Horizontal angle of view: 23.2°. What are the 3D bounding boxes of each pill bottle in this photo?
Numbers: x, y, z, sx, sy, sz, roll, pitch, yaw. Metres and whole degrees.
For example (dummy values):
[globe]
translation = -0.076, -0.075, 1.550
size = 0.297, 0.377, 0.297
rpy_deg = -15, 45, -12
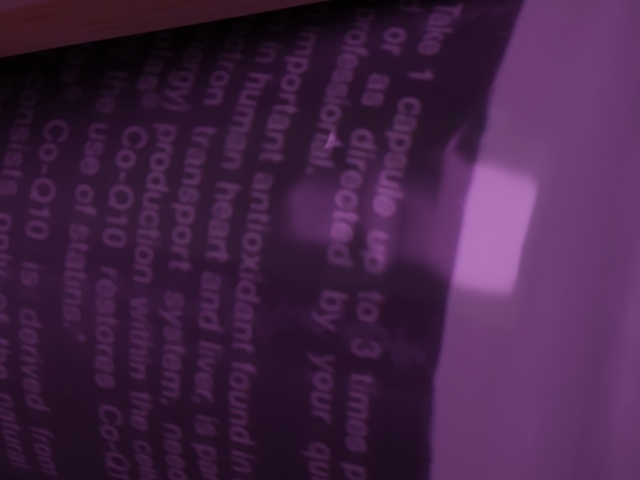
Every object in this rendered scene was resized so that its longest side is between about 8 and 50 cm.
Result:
[pill bottle]
translation = 0.000, 0.000, 0.463
size = 0.361, 0.204, 0.204
rpy_deg = 10, 77, 20

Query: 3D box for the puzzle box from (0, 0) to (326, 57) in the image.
[puzzle box]
translation = -0.178, -0.117, 0.427
size = 0.409, 0.052, 0.272
rpy_deg = -11, 36, -9
